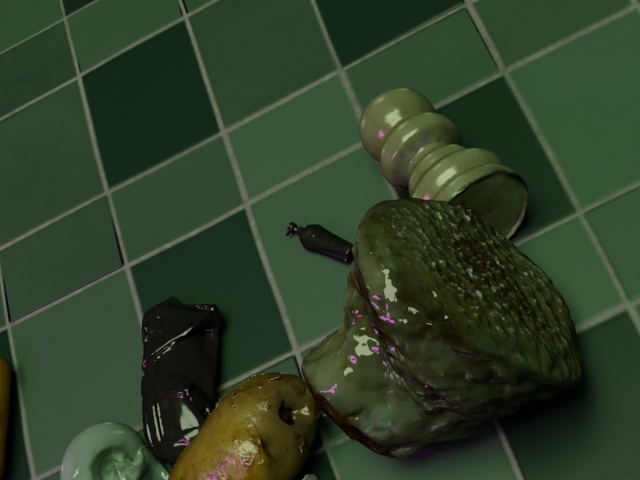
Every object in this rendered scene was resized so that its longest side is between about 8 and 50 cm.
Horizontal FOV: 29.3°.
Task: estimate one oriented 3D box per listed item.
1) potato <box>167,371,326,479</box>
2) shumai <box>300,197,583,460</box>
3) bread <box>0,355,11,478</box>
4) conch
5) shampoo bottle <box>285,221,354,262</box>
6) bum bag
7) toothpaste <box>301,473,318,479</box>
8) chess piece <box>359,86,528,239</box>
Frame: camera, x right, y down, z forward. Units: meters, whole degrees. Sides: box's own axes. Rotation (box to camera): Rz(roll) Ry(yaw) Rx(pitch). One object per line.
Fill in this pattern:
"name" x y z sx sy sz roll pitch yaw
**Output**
"potato" -0.116 0.331 1.848 0.173 0.140 0.300 35 84 40
"shumai" 0.148 0.150 1.747 0.323 0.397 0.324 -50 43 27
"bread" -0.584 0.316 2.117 0.093 0.074 0.239 -5 60 0
"conch" -0.313 0.386 1.911 0.185 0.121 0.221 2 43 -21
"shampoo bottle" 0.000 0.000 2.055 0.137 0.027 0.048 25 72 34
"bum bag" -0.225 0.216 1.998 0.142 0.079 0.326 -15 53 11
"toothpaste" -0.121 0.462 1.764 0.323 0.066 0.100 -31 96 -15
"chess piece" 0.174 -0.128 1.971 0.182 0.182 0.330 -37 48 2
